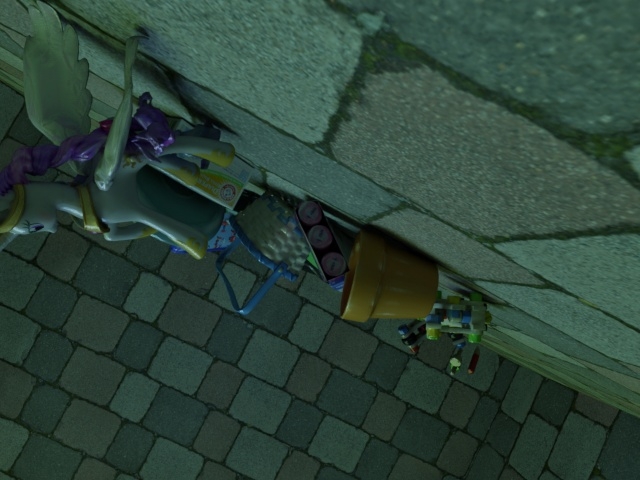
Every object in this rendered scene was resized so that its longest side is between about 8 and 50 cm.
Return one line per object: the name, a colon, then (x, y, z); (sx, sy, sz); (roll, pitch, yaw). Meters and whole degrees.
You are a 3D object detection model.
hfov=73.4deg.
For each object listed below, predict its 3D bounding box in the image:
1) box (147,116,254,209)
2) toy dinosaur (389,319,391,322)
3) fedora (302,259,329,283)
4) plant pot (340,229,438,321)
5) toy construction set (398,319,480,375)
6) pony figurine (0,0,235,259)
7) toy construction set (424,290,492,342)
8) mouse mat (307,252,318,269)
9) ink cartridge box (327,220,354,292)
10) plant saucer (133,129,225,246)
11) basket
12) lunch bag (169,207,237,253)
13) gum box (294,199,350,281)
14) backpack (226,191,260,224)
box: (-0.267, -0.167, 0.953); (0.203, 0.114, 0.103); (31, 175, -42)
toy dinosaur: (0.301, 0.214, 1.702); (0.064, 0.112, 0.212); (50, 157, 50)
fedora: (0.007, 0.061, 1.562); (0.333, 0.153, 0.334); (28, 175, 3)
plant pot: (0.158, 0.096, 0.978); (0.187, 0.206, 0.205); (13, 175, -1)
toy construction set: (0.480, 0.331, 1.639); (0.309, 0.257, 0.237); (43, -139, 6)
pony figurine: (-0.312, -0.126, 0.654); (0.302, 0.352, 0.363); (29, -165, 33)
toy construction set: (0.320, 0.185, 1.142); (0.214, 0.151, 0.327); (4, -172, -11)
mouse mat: (-0.042, 0.007, 1.390); (0.189, 0.007, 0.153); (40, 143, 28)
ink cartridge box: (0.065, 0.064, 1.238); (0.311, 0.065, 0.186); (41, -152, -62)
plant saucer: (-0.340, -0.138, 1.007); (0.043, 0.318, 0.317); (-27, 140, 30)
basket: (-0.160, 0.030, 1.170); (0.201, 0.289, 0.255); (44, -175, -43)
lunch bag: (-0.412, -0.073, 1.530); (0.138, 0.221, 0.293); (25, -163, 21)
gum box: (0.000, 0.000, 1.010); (0.107, 0.062, 0.189); (109, 136, -84)
backpack: (-0.223, -0.075, 1.512); (0.165, 0.145, 0.188); (15, 170, 45)
